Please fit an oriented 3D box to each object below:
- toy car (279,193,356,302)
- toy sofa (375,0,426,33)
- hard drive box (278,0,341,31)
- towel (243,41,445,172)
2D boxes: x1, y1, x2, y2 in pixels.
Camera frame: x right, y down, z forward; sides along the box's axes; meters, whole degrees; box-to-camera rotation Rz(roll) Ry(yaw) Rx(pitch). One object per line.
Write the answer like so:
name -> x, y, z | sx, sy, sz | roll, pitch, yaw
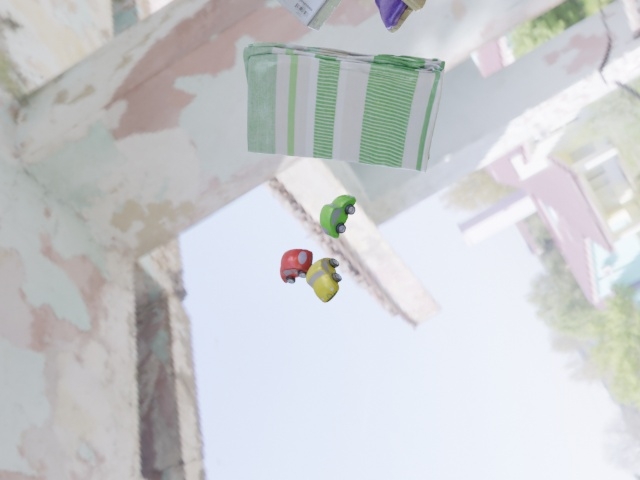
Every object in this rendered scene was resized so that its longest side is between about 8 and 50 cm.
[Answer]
toy car -> 0.000, 0.000, 1.832 | 0.053, 0.225, 0.239 | 27, 178, -28
toy sofa -> 0.114, -0.550, 1.684 | 0.150, 0.177, 0.363 | 34, -157, -24
hard drive box -> -0.011, -0.653, 2.138 | 0.181, 0.232, 0.089 | 44, -163, 11
towel -> 0.034, -0.219, 1.505 | 0.248, 0.324, 0.038 | 93, -176, -50
